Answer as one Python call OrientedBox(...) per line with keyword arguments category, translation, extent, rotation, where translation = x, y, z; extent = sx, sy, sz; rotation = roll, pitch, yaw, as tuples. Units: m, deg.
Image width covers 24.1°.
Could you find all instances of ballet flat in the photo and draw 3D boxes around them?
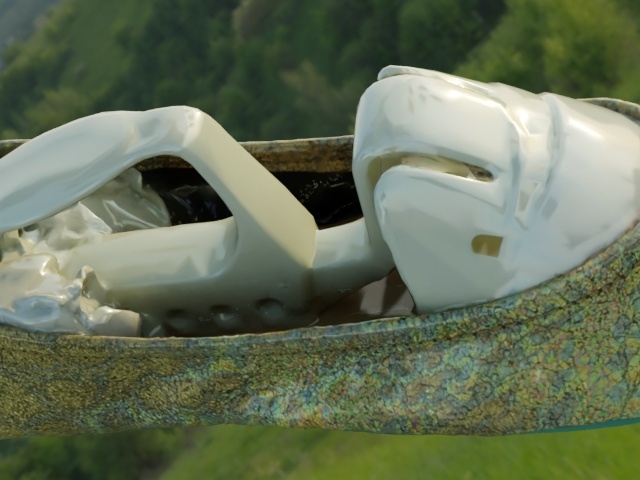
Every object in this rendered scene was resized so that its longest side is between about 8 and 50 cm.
OrientedBox(category="ballet flat", translation=(0.000, 0.000, 0.481), extent=(0.348, 0.123, 0.123), rotation=(-6, 30, 19))
